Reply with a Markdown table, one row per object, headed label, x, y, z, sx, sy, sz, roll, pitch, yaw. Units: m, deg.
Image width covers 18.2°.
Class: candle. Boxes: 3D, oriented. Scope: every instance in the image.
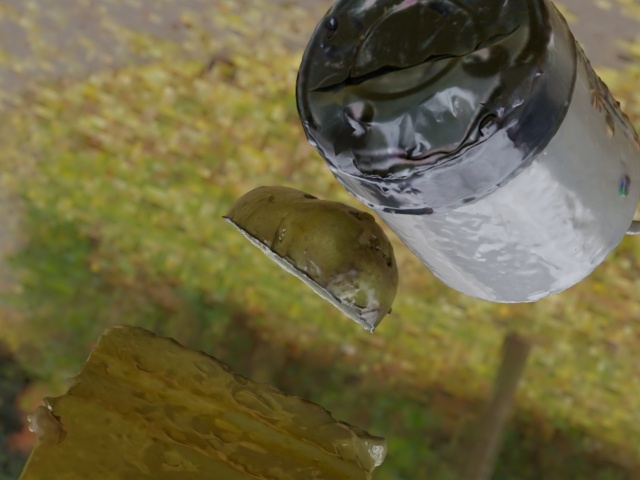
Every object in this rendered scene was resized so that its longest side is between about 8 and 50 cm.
| label | x | y | z | sx | sy | sz | roll | pitch | yaw |
| --- | --- | --- | --- | --- | --- | --- | --- | --- | --- |
| candle | 0.128 | -0.056 | 1.382 | 0.187 | 0.187 | 0.330 | 15 | 162 | 36 |

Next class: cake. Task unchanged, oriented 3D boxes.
| label | x | y | z | sx | sy | sz | roll | pitch | yaw |
| --- | --- | --- | --- | --- | --- | --- | --- | --- | --- |
| cake | -0.109 | 0.235 | 1.268 | 0.227 | 0.222 | 0.286 | 23 | -151 | 2 |

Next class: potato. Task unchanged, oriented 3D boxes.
| label | x | y | z | sx | sy | sz | roll | pitch | yaw |
| --- | --- | --- | --- | --- | --- | --- | --- | --- | --- |
| potato | 0.000 | 0.000 | 1.756 | 0.164 | 0.081 | 0.200 | 38 | 175 | -30 |
